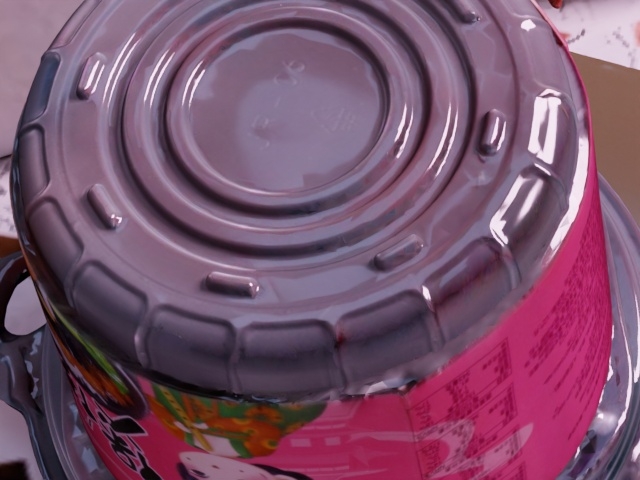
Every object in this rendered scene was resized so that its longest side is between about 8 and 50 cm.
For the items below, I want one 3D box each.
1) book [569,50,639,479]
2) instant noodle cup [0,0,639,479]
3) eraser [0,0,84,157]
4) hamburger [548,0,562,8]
[{"bbox_3d":[0.133,0.025,0.662,0.310,0.021,0.217,18,64,16],"label":"book"},{"bbox_3d":[0.000,0.000,0.575,0.302,0.181,0.258,-4,59,5],"label":"instant noodle cup"},{"bbox_3d":[-0.060,-0.198,0.775,0.331,0.150,0.331,-14,43,13],"label":"eraser"},{"bbox_3d":[0.152,-0.204,0.823,0.137,0.175,0.175,-5,45,-27],"label":"hamburger"}]
